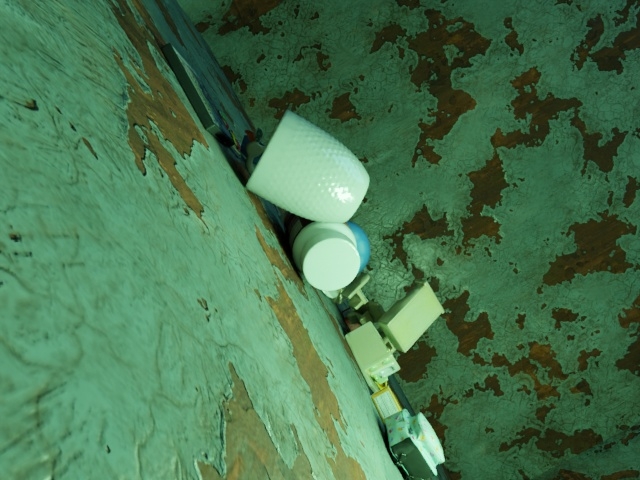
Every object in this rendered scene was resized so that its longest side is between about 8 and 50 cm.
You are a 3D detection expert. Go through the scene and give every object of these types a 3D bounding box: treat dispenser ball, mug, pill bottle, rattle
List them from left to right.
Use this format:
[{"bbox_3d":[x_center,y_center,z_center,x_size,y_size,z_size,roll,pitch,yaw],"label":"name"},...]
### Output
[{"bbox_3d":[-0.231,-0.331,1.867,0.143,0.130,0.200,-87,152,-65],"label":"rattle"},{"bbox_3d":[-0.025,-0.225,1.612,0.327,0.276,0.374,28,22,-10],"label":"mug"},{"bbox_3d":[0.000,0.000,1.756,0.224,0.224,0.392,59,2,-26],"label":"pill bottle"},{"bbox_3d":[0.098,0.045,2.421,0.288,0.288,0.288,60,3,-5],"label":"treat dispenser ball"}]

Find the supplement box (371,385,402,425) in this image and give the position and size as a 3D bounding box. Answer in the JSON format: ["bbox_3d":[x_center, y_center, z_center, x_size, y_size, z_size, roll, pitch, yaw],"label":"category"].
[{"bbox_3d":[0.255,0.613,1.682,0.078,0.080,0.233,59,5,-46],"label":"supplement box"}]

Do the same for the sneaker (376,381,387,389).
[{"bbox_3d":[0.240,0.558,2.131,0.175,0.064,0.067,57,14,-22],"label":"sneaker"}]

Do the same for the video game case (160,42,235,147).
[{"bbox_3d":[-0.364,-0.431,1.530,0.275,0.035,0.248,61,3,3],"label":"video game case"}]

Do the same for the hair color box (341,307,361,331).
[{"bbox_3d":[0.167,0.410,2.390,0.167,0.053,0.093,61,2,-19],"label":"hair color box"}]

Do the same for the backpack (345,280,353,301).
[{"bbox_3d":[0.131,0.253,2.665,0.173,0.116,0.158,61,2,14],"label":"backpack"}]

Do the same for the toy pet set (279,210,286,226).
[{"bbox_3d":[-0.112,-0.065,2.036,0.114,0.065,0.122,62,3,29],"label":"toy pet set"}]

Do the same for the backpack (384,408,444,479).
[{"bbox_3d":[0.274,0.600,1.504,0.166,0.144,0.188,54,2,-17],"label":"backpack"}]

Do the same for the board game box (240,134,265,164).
[{"bbox_3d":[-0.240,-0.348,1.932,0.133,0.033,0.169,36,-25,-4],"label":"board game box"}]

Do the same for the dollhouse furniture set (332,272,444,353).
[{"bbox_3d":[0.287,0.290,2.168,0.362,0.256,0.394,57,-22,-20],"label":"dollhouse furniture set"}]

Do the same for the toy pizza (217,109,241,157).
[{"bbox_3d":[-0.326,-0.383,1.760,0.201,0.032,0.201,60,3,-5],"label":"toy pizza"}]

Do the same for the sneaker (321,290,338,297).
[{"bbox_3d":[0.021,0.113,2.055,0.263,0.121,0.099,60,4,-12],"label":"sneaker"}]

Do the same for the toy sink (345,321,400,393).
[{"bbox_3d":[0.215,0.458,1.937,0.153,0.131,0.234,57,5,-49],"label":"toy sink"}]
